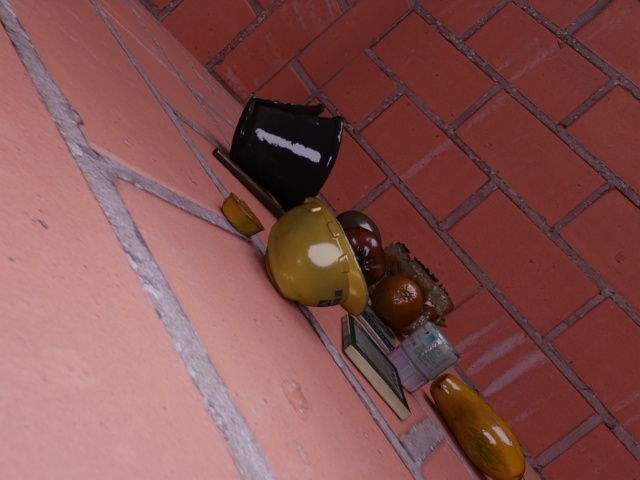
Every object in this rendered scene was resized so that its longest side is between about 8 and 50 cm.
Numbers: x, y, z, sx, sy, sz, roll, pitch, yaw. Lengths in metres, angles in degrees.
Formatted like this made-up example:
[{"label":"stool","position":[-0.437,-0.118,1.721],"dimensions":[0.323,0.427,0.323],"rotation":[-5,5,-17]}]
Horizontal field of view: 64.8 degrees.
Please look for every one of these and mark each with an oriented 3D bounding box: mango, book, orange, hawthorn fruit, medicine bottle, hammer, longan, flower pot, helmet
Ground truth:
[{"label":"mango","position":[0.451,0.537,1.462],"dimensions":[0.187,0.144,0.359],"rotation":[48,4,-45]},{"label":"book","position":[0.173,0.266,1.645],"dimensions":[0.228,0.018,0.322],"rotation":[50,6,2]},{"label":"book","position":[0.123,0.281,1.176],"dimensions":[0.202,0.027,0.264],"rotation":[51,6,-5]},{"label":"orange","position":[0.280,0.222,1.840],"dimensions":[0.206,0.206,0.206],"rotation":[49,6,-8]},{"label":"hawthorn fruit","position":[0.111,0.044,1.640],"dimensions":[0.208,0.208,0.248],"rotation":[49,15,-14]},{"label":"medicine bottle","position":[0.277,0.319,1.379],"dimensions":[0.135,0.168,0.135],"rotation":[48,7,-7]},{"label":"hammer","position":[-0.177,-0.136,1.474],"dimensions":[0.365,0.043,0.111],"rotation":[44,10,-32]},{"label":"longan","position":[0.124,0.003,1.929],"dimensions":[0.248,0.248,0.248],"rotation":[49,6,-8]},{"label":"flower pot","position":[-0.132,-0.292,1.574],"dimensions":[0.251,0.379,0.379],"rotation":[17,22,-27]},{"label":"helmet","position":[-0.031,0.047,0.971],"dimensions":[0.257,0.140,0.205],"rotation":[63,-21,22]}]

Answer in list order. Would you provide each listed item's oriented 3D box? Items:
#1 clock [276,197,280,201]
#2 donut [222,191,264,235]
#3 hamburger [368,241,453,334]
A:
[{"label":"clock","position":[-0.128,-0.202,1.896],"dimensions":[0.308,0.096,0.235],"rotation":[52,8,16]},{"label":"donut","position":[-0.160,-0.048,1.043],"dimensions":[0.097,0.043,0.108],"rotation":[53,6,25]},{"label":"hamburger","position":[0.386,0.242,2.116],"dimensions":[0.287,0.268,0.445],"rotation":[43,5,-39]}]
